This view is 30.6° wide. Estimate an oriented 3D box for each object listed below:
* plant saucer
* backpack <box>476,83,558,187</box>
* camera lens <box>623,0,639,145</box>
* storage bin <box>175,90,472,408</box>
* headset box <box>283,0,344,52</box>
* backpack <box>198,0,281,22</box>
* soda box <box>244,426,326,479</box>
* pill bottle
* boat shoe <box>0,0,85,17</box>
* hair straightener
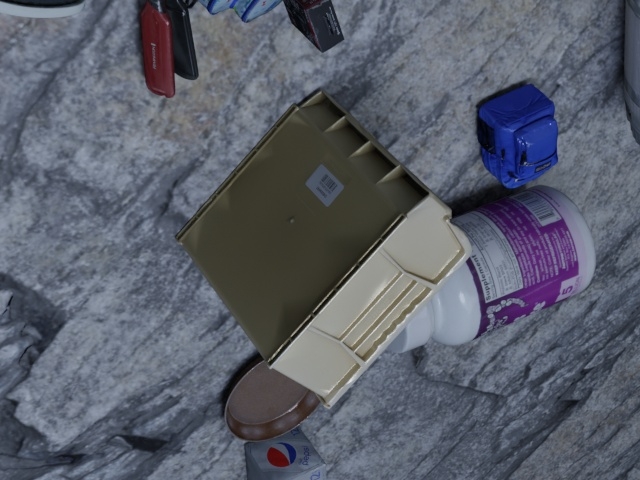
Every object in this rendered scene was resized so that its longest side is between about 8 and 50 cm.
[{"bbox_3d":[-0.065,0.211,1.650,0.169,0.029,0.168,-19,134,-21],"label":"plant saucer"},{"bbox_3d":[0.264,-0.127,1.560,0.098,0.101,0.120,-20,138,-13],"label":"backpack"},{"bbox_3d":[0.513,-0.257,1.541,0.219,0.219,0.274,-28,136,-15],"label":"camera lens"},{"bbox_3d":[0.000,0.000,1.350,0.260,0.262,0.123,-48,135,7],"label":"storage bin"},{"bbox_3d":[-0.009,-0.247,1.268,0.032,0.083,0.062,-33,136,-9],"label":"headset box"},{"bbox_3d":[-0.071,-0.269,1.162,0.114,0.084,0.105,-35,175,-40],"label":"backpack"},{"bbox_3d":[-0.048,0.415,1.780,0.091,0.098,0.286,-21,135,-21],"label":"soda box"},{"bbox_3d":[0.212,0.045,1.610,0.302,0.169,0.169,-21,134,-21],"label":"pill bottle"},{"bbox_3d":[-0.325,-0.271,0.996,0.303,0.114,0.091,7,125,-41],"label":"boat shoe"},{"bbox_3d":[-0.151,-0.264,1.194,0.089,0.047,0.230,-42,140,-40],"label":"hair straightener"}]
